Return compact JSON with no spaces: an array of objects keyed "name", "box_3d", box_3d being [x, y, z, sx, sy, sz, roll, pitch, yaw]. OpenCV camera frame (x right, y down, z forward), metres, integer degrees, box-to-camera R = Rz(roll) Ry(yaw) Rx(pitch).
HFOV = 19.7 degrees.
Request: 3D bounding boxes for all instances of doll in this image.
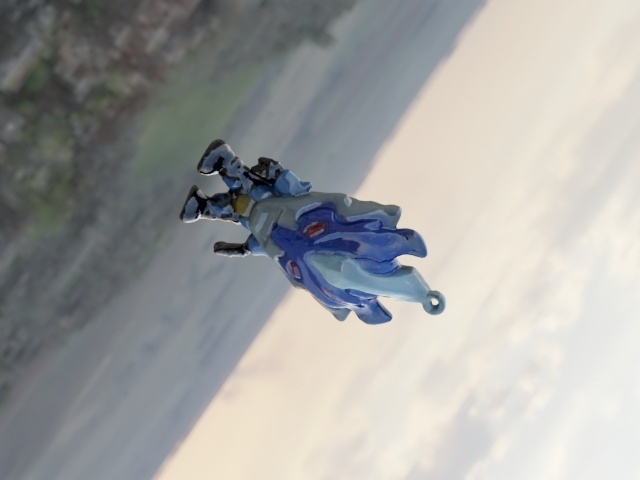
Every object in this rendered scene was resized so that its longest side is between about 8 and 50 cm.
[{"name":"doll","box_3d":[0.000,0.000,1.268,0.096,0.195,0.070,-63,179,25]}]
